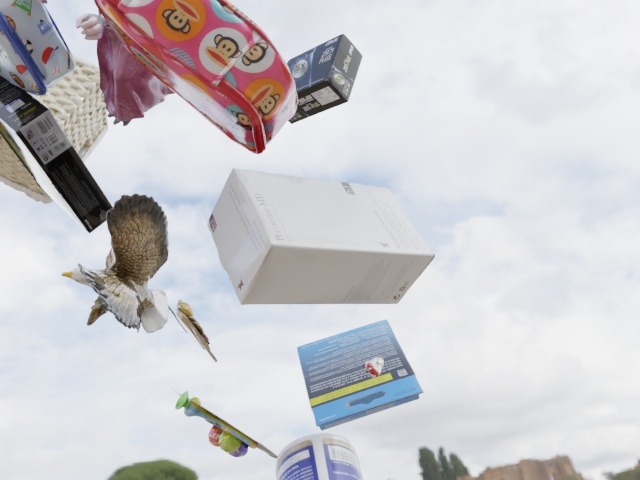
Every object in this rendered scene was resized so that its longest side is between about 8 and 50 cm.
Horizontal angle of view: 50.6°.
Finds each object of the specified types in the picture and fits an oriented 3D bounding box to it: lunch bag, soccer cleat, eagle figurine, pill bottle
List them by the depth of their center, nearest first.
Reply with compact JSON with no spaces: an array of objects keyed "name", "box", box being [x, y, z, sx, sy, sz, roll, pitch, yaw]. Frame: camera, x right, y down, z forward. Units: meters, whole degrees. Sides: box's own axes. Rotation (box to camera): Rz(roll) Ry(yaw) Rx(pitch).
[{"name":"lunch bag","box":[-0.168,-0.260,0.980,0.120,0.293,0.258,-50,-3,-6]},{"name":"pill bottle","box":[0.010,0.474,1.145,0.153,0.264,0.153,-5,-54,-7]},{"name":"soccer cleat","box":[0.096,0.219,1.183,0.036,0.029,0.083,-32,-3,-7]},{"name":"lunch bag","box":[-0.617,-0.417,1.272,0.303,0.115,0.243,28,-24,27]},{"name":"eagle figurine","box":[-0.393,0.074,1.339,0.225,0.226,0.298,-23,-9,-38]}]

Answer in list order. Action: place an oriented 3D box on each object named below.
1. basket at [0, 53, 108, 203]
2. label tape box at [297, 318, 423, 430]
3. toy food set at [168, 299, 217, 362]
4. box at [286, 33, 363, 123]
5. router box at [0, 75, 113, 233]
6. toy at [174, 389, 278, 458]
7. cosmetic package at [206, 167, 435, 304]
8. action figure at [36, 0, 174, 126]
[{"name":"basket","box":[-0.782,-0.340,1.812,0.331,0.328,0.266,27,-34,-4]},{"name":"label tape box","box":[0.090,0.331,1.558,0.241,0.333,0.106,-17,-67,-2]},{"name":"toy food set","box":[-0.290,0.197,1.567,0.038,0.192,0.132,-39,-55,-17]},{"name":"box","box":[-0.009,-0.365,1.539,0.180,0.147,0.077,-12,-41,42]},{"name":"router box","box":[-0.590,-0.187,1.445,0.081,0.243,0.309,-42,-37,-19]},{"name":"toy","box":[-0.200,0.395,1.382,0.237,0.056,0.137,43,-21,-19]},{"name":"cosmetic package","box":[0.000,0.000,1.309,0.385,0.217,0.156,4,-48,-38]},{"name":"action figure","box":[-0.311,-0.380,1.137,0.276,0.248,0.370,-25,-31,-26]}]
